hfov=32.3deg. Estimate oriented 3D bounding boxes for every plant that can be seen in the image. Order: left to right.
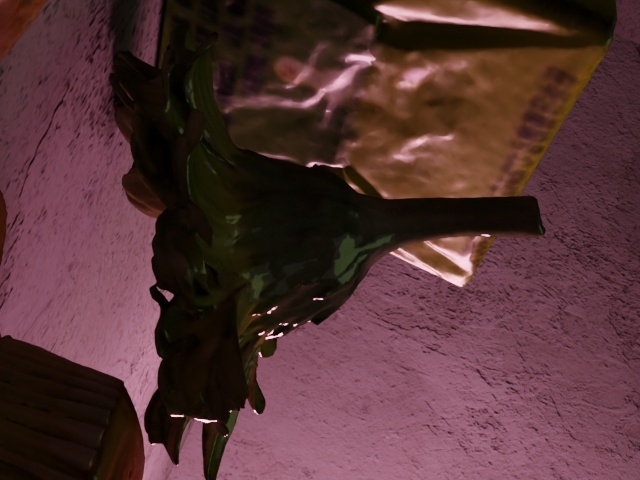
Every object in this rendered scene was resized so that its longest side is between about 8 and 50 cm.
[{"bbox_3d":[-0.042,-0.023,0.737,0.297,0.261,0.306,-38,173,3],"label":"plant"}]

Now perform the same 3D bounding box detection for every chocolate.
[{"bbox_3d":[0.038,-0.142,0.812,0.137,0.289,0.301,-62,176,-36],"label":"chocolate"}]

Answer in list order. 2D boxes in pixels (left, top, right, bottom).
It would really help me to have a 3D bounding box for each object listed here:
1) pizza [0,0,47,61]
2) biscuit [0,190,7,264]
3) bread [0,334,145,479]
[{"bbox_3d":[-0.066,-0.147,0.202,0.258,0.087,0.268,-50,175,9],"label":"pizza"},{"bbox_3d":[-0.216,0.122,0.304,0.385,0.062,0.365,-61,176,-72],"label":"biscuit"},{"bbox_3d":[-0.189,0.175,0.692,0.250,0.133,0.179,112,-2,-46],"label":"bread"}]
